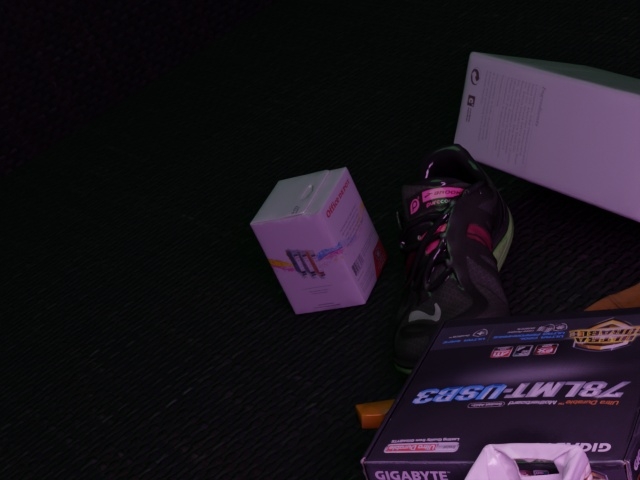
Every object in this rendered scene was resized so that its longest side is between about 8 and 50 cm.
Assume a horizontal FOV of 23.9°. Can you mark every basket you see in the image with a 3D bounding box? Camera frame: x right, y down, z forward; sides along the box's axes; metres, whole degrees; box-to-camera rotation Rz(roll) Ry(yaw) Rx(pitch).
[{"bbox_3d":[0.190,0.285,1.442,0.113,0.103,0.167,-5,32,36],"label":"basket"}]

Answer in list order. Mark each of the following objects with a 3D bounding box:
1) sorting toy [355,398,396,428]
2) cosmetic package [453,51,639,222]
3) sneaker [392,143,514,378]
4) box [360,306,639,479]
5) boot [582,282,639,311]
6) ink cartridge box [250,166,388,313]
[{"bbox_3d":[0.209,0.200,1.773,0.307,0.041,0.229,-7,21,-13],"label":"sorting toy"},{"bbox_3d":[0.408,-0.146,2.125,0.230,0.161,0.453,3,13,-28],"label":"cosmetic package"},{"bbox_3d":[0.164,0.025,2.076,0.185,0.202,0.483,-19,27,14],"label":"sneaker"},{"bbox_3d":[0.230,0.180,1.652,0.295,0.073,0.293,-5,26,28],"label":"box"},{"bbox_3d":[0.462,0.109,1.838,0.264,0.096,0.280,-32,19,0],"label":"boot"},{"bbox_3d":[0.000,0.000,2.293,0.127,0.176,0.128,-9,30,29],"label":"ink cartridge box"}]
